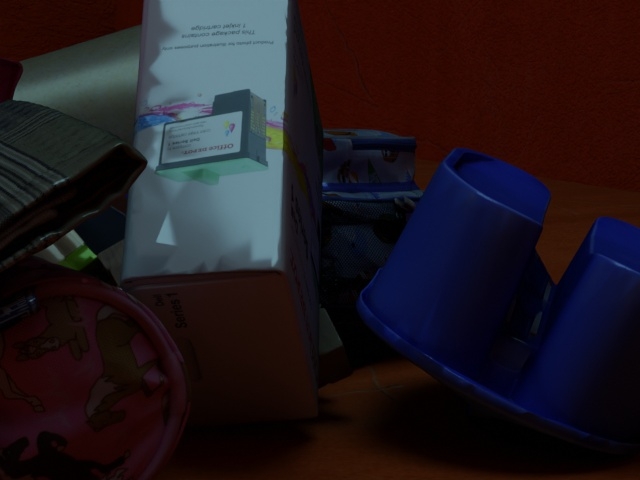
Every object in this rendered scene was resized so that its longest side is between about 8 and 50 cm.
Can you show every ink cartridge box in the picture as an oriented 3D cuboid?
[{"bbox_3d":[-0.066,-0.029,1.428,0.117,0.278,0.201,-3,-35,6],"label":"ink cartridge box"}]

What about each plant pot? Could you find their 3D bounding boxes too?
[{"bbox_3d":[-0.210,-0.089,2.045,0.305,0.334,0.334,-11,11,-11],"label":"plant pot"}]

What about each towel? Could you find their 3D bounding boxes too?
[{"bbox_3d":[-0.281,0.016,1.244,0.312,0.056,0.324,-33,20,-14],"label":"towel"}]

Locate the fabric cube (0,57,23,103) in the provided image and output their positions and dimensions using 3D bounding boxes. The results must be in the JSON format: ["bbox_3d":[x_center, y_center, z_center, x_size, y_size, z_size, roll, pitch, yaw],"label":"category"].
[{"bbox_3d":[-0.476,-0.089,1.877,0.259,0.254,0.258,12,1,-36],"label":"fabric cube"}]

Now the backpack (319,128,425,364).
[{"bbox_3d":[0.000,0.000,1.789,0.263,0.213,0.276,10,-2,-43],"label":"backpack"}]

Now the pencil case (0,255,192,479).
[{"bbox_3d":[-0.231,0.074,1.314,0.167,0.160,0.386,37,-8,-25],"label":"pencil case"}]

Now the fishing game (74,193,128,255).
[{"bbox_3d":[-0.227,0.010,1.708,0.264,0.189,0.041,-14,36,31],"label":"fishing game"}]

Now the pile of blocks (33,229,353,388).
[{"bbox_3d":[-0.139,0.081,1.570,0.362,0.149,0.112,17,-30,26],"label":"pile of blocks"}]

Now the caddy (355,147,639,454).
[{"bbox_3d":[0.158,0.059,1.498,0.241,0.179,0.341,28,11,4],"label":"caddy"}]
